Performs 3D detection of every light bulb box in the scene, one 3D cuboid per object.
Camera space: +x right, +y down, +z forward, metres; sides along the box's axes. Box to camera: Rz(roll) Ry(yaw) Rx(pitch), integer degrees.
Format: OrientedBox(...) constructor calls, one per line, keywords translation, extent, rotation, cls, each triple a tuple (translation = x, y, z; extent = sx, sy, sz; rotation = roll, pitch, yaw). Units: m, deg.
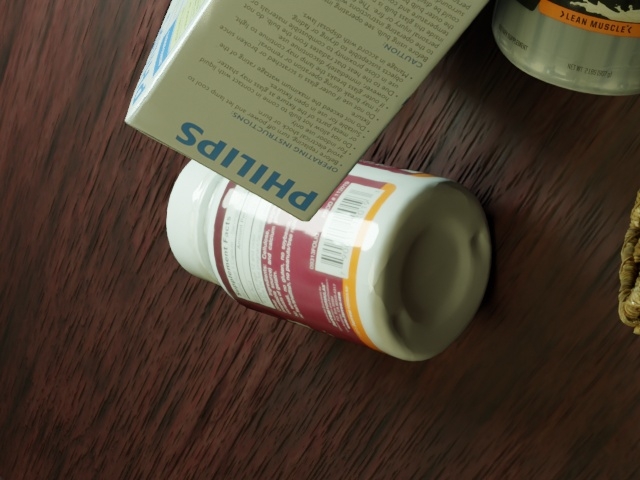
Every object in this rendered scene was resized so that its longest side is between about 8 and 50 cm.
OrientedBox(translation=(0.008, -0.281, 1.521), extent=(0.225, 0.358, 0.361), rotation=(30, 126, -14), cls="light bulb box")

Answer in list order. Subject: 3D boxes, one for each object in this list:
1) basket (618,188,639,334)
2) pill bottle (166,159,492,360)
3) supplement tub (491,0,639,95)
OrientedBox(translation=(0.371, -0.050, 1.432), extent=(0.223, 0.213, 0.299), rotation=(34, 130, 31), cls="basket")
OrientedBox(translation=(0.000, 0.000, 1.854), extent=(0.392, 0.224, 0.224), rotation=(16, 119, 43), cls="pill bottle")
OrientedBox(translation=(0.288, -0.316, 1.412), extent=(0.193, 0.193, 0.316), rotation=(35, 131, 32), cls="supplement tub")
